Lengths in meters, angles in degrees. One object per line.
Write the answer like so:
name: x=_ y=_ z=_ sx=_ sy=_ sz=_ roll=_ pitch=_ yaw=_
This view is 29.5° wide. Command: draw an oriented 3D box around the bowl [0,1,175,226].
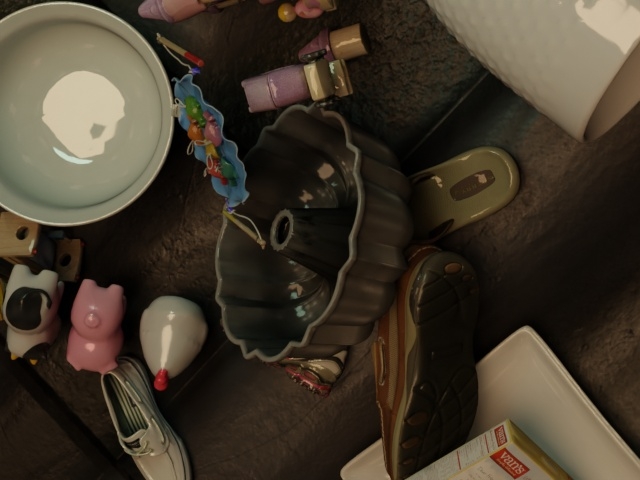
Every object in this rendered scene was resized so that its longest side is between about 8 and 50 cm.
bowl: x=-0.333 y=-0.168 z=1.651 sx=0.297 sy=0.134 sz=0.298 roll=0 pitch=93 yaw=5

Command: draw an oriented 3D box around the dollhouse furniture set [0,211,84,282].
dollhouse furniture set: x=-0.419 y=-0.045 z=1.751 sx=0.128 sy=0.129 sz=0.184 roll=-1 pitch=71 yaw=19

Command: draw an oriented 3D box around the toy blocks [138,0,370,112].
toy blocks: x=-0.114 y=-0.297 z=1.487 sx=0.260 sy=0.288 sz=0.309 roll=-13 pitch=99 yaw=18

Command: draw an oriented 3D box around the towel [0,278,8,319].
towel: x=-0.564 y=0.086 z=1.864 sx=0.237 sy=0.021 sz=0.102 roll=-11 pitch=96 yaw=22

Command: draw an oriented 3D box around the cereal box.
cereal box: x=0.192 y=0.339 z=1.533 sx=0.240 sy=0.047 sz=0.173 roll=-35 pitch=120 yaw=21

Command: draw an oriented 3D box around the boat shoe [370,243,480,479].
boat shoe: x=0.125 y=0.154 z=1.544 sx=0.120 sy=0.122 sz=0.324 roll=31 pitch=121 yaw=52

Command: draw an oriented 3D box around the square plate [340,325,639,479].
square plate: x=0.256 y=0.338 z=1.604 sx=0.347 sy=0.049 sz=0.344 roll=-42 pitch=86 yaw=22

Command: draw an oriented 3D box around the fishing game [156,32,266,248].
fishing game: x=-0.145 y=-0.121 z=1.503 sx=0.041 sy=0.189 sz=0.264 roll=-27 pitch=123 yaw=-16

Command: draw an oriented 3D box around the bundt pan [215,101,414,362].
bundt pan: x=0.000 y=0.000 z=1.523 sx=0.330 sy=0.124 sz=0.331 roll=-27 pitch=56 yaw=49

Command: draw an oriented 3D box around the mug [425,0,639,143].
mug: x=0.286 y=-0.349 z=1.362 sx=0.328 sy=0.276 sz=0.374 roll=41 pitch=81 yaw=15

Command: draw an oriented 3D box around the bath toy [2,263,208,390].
bath toy: x=-0.333 y=0.127 z=1.701 sx=0.348 sy=0.151 sz=0.129 roll=10 pitch=70 yaw=2

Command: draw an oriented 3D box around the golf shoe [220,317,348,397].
golf shoe: x=-0.049 y=0.138 z=1.673 sx=0.186 sy=0.067 sz=0.086 roll=29 pitch=82 yaw=13

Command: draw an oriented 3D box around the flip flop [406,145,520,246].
flip flop: x=0.128 y=-0.030 z=1.557 sx=0.277 sy=0.080 sz=0.112 roll=-28 pitch=90 yaw=24

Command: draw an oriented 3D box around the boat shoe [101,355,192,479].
boat shoe: x=-0.263 y=0.281 z=1.764 sx=0.083 sy=0.076 sz=0.226 roll=-26 pitch=91 yaw=23
